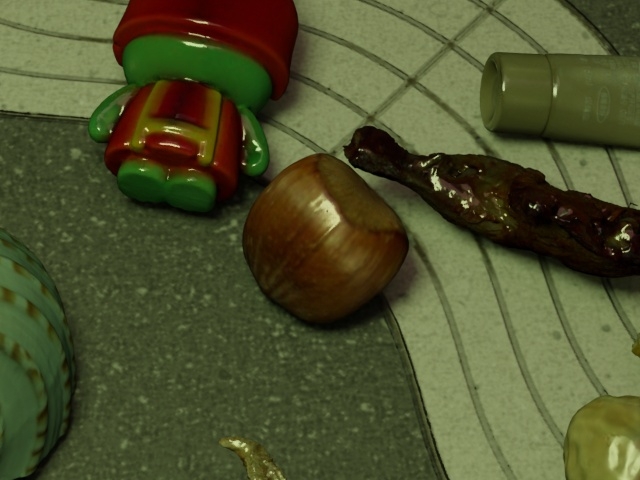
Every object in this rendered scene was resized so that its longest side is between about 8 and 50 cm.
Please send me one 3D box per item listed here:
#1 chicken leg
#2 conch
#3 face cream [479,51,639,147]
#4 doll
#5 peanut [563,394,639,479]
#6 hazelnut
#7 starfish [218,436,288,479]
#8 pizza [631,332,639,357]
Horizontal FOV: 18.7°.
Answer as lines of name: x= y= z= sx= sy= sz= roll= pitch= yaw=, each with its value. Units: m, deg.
chicken leg: x=0.183 y=-0.035 z=1.872 sx=0.322 sy=0.177 sz=0.083 roll=21 pitch=93 yaw=25
conch: x=-0.366 y=0.075 z=1.747 sx=0.303 sy=0.215 sz=0.319 roll=-6 pitch=57 yaw=-19
face cream: x=0.338 y=-0.142 z=2.005 sx=0.341 sy=0.084 sz=0.137 roll=3 pitch=58 yaw=-11
doll: x=-0.115 y=-0.204 z=1.966 sx=0.182 sy=0.160 sz=0.363 roll=10 pitch=56 yaw=5
peanut: x=0.329 y=0.259 z=1.690 sx=0.152 sy=0.152 sz=0.313 roll=-29 pitch=61 yaw=-20
hazelnut: x=0.000 y=0.000 z=1.856 sx=0.150 sy=0.150 sz=0.150 roll=1 pitch=57 yaw=-2
starfish: x=-0.026 y=0.301 z=1.621 sx=0.299 sy=0.060 sz=0.302 roll=-34 pitch=64 yaw=-25
pizza: x=0.445 y=0.026 z=1.900 sx=0.280 sy=0.075 sz=0.288 roll=10 pitch=55 yaw=-1
